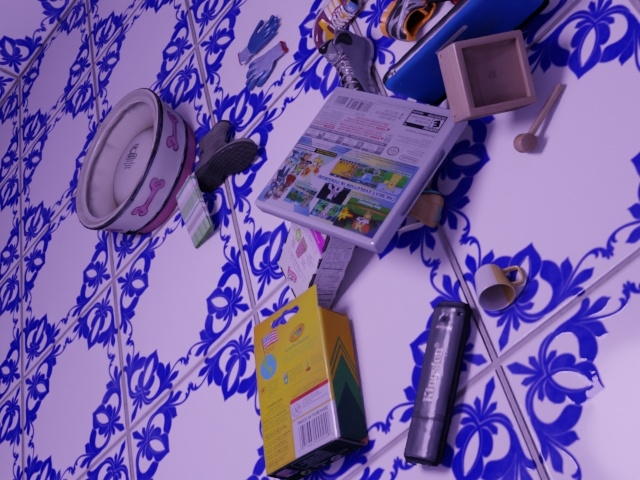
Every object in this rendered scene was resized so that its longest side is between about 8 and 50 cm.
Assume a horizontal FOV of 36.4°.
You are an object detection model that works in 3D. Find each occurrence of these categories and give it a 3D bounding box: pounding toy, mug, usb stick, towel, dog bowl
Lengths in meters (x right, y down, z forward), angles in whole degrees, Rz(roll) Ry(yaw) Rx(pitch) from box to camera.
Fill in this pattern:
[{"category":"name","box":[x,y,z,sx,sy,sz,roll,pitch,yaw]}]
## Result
[{"category":"pounding toy","box":[0.318,-0.247,1.677,0.094,0.181,0.206,173,83,-77]},{"category":"mug","box":[0.288,0.072,1.593,0.064,0.078,0.062,-100,15,-50]},{"category":"usb stick","box":[0.195,0.236,1.614,0.077,0.045,0.278,-5,67,51]},{"category":"towel","box":[-0.307,-0.071,2.386,0.113,0.023,0.152,-49,58,49]},{"category":"dog bowl","box":[-0.494,-0.197,2.635,0.408,0.150,0.408,-29,49,40]}]

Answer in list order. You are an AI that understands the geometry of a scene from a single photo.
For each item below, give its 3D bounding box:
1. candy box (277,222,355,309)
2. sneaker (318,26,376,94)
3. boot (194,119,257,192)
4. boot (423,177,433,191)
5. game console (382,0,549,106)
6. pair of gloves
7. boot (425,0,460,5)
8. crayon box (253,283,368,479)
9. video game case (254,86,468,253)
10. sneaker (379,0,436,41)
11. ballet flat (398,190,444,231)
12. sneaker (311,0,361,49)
[{"category":"candy box","box":[0.000,0.000,1.912,0.159,0.071,0.233,61,139,47]},{"category":"sneaker","box":[0.046,-0.356,2.062,0.086,0.132,0.229,-28,50,40]},{"category":"boot","box":[-0.241,-0.236,2.395,0.246,0.083,0.161,-31,47,45]},{"category":"boot","box":[0.154,-0.176,1.873,0.213,0.077,0.165,12,80,49]},{"category":"game console","box":[0.251,-0.405,1.782,0.293,0.250,0.173,-42,59,29]},{"category":"pair of gloves","box":[-0.148,-0.479,2.470,0.159,0.023,0.198,-41,44,27]},{"category":"boot","box":[0.308,-0.557,1.904,0.244,0.088,0.176,-17,92,16]},{"category":"crayon box","box":[-0.026,0.267,1.836,0.202,0.081,0.319,-35,49,35]},{"category":"video game case","box":[0.069,-0.142,1.803,0.329,0.036,0.300,21,70,43]},{"category":"sneaker","box":[0.209,-0.501,1.995,0.083,0.084,0.215,44,111,42]},{"category":"ballet flat","box":[0.134,-0.054,1.832,0.232,0.080,0.073,0,83,52]},{"category":"sneaker","box":[0.043,-0.515,2.209,0.084,0.069,0.186,17,85,59]}]
